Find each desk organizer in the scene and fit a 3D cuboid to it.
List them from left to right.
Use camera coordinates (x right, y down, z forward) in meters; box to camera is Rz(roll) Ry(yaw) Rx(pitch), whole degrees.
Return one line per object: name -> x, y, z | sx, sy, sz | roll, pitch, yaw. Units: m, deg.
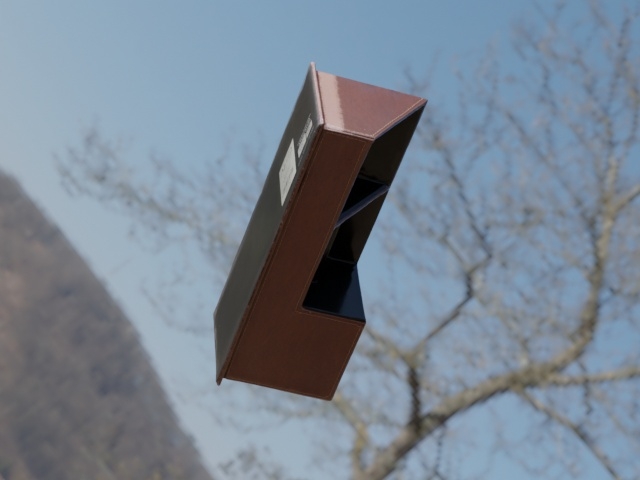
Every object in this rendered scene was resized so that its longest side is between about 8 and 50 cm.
desk organizer -> 0.000, 0.000, 0.660 | 0.047, 0.050, 0.130 | -98, -155, -54
